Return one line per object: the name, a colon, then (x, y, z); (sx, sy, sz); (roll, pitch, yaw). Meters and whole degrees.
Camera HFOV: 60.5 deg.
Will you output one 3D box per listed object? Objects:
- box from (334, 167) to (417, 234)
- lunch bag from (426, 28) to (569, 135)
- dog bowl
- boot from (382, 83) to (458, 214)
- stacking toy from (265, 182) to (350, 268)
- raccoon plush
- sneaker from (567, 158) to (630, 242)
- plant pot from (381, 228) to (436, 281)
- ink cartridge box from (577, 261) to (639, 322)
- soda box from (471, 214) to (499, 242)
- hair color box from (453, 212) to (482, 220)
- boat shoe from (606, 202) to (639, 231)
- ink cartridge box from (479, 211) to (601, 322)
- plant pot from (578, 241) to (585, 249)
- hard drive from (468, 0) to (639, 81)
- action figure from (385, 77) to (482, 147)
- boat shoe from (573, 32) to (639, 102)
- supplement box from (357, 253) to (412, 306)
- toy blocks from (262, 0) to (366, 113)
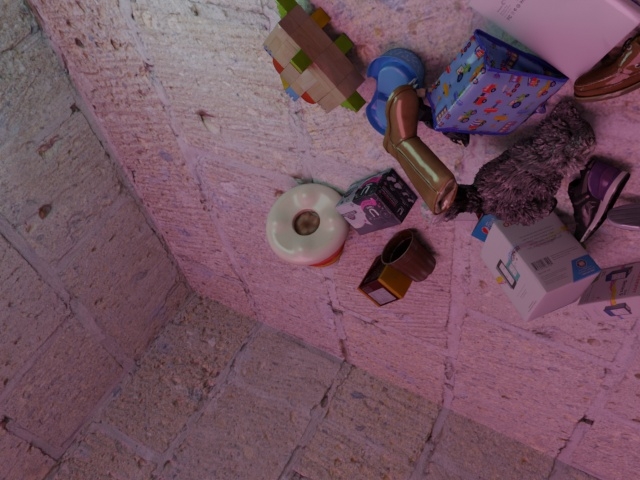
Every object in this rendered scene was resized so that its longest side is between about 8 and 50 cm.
box: (0.199, -0.137, 2.019); (0.163, 0.142, 0.247); (45, 149, -19)
lunch bag: (0.455, -0.363, 1.375); (0.293, 0.138, 0.221); (9, 147, -21)
dog bowl: (0.226, -0.435, 1.627); (0.166, 0.074, 0.297); (23, 148, 19)
boot: (0.266, -0.237, 1.419); (0.236, 0.089, 0.269); (87, 158, -52)
stacking toy: (0.000, 0.000, 2.354); (0.350, 0.351, 0.480); (21, 167, 23)
raccoon plush: (0.507, -0.171, 1.421); (0.216, 0.446, 0.299); (55, 161, 24)
sneaker: (0.759, -0.117, 1.553); (0.124, 0.107, 0.283); (38, 152, 28)
plant pot: (0.355, 0.071, 2.163); (0.165, 0.167, 0.167); (39, 151, -22)
ink cartridge box: (0.932, 0.160, 1.698); (0.093, 0.154, 0.212); (45, 150, -14)
soda box: (0.574, -0.076, 1.805); (0.071, 0.067, 0.210); (30, 150, 10)
hair color box: (0.476, -0.106, 1.885); (0.141, 0.043, 0.072); (2, 137, 43)
boat shoe: (0.898, -0.048, 1.477); (0.226, 0.083, 0.076); (3, 149, 26)
ink cartridge box: (0.659, 0.065, 1.677); (0.197, 0.198, 0.270); (89, 158, -56)
plant pot: (0.791, 0.044, 1.748); (0.083, 0.079, 0.083); (26, 150, 17)
hard drive: (0.520, -0.523, 1.231); (0.318, 0.040, 0.210); (35, 151, -1)
action figure: (0.313, -0.349, 1.542); (0.285, 0.099, 0.185); (14, 146, -16)
boat shoe: (0.694, -0.398, 1.181); (0.307, 0.111, 0.104); (-16, 125, 40)
supplement box: (0.287, 0.151, 2.302); (0.129, 0.191, 0.194); (40, 150, -9)
toy blocks: (-0.043, -0.528, 1.688); (0.381, 0.191, 0.261); (45, 160, -13)
